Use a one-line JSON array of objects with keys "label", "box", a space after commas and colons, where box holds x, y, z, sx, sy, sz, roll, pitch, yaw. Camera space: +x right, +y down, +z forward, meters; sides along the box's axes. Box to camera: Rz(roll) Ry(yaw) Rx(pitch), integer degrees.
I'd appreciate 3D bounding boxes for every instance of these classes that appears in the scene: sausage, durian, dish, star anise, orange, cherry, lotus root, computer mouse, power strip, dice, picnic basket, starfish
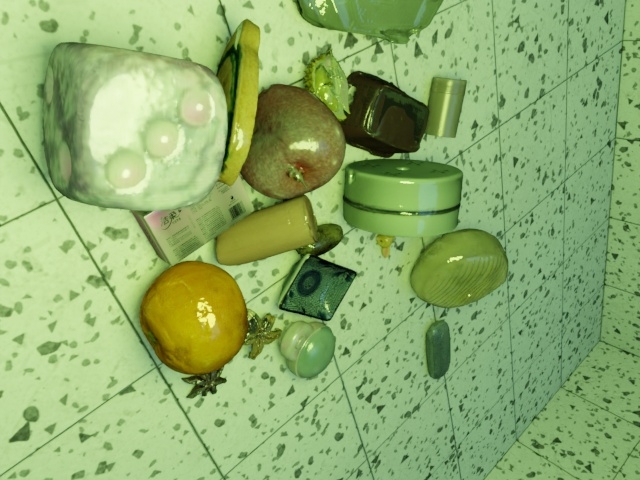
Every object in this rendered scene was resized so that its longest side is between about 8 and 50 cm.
[{"label": "sausage", "box": [-0.135, -0.019, 1.267, 0.252, 0.123, 0.123, -16, 127, 11]}, {"label": "durian", "box": [0.007, -0.411, 1.326, 0.146, 0.102, 0.208, 18, 71, -46]}, {"label": "dish", "box": [-0.023, 0.129, 1.509, 0.243, 0.080, 0.182, 24, 97, -47]}, {"label": "star anise", "box": [-0.308, 0.377, 1.393, 0.141, 0.042, 0.141, -17, 117, -37]}, {"label": "orange", "box": [-0.286, 0.177, 1.184, 0.261, 0.261, 0.261, -17, 117, -36]}, {"label": "cherry", "box": [-0.077, -0.233, 1.206, 0.261, 0.308, 0.221, -24, 156, 11]}, {"label": "lotus root", "box": [0.000, 0.000, 1.478, 0.179, 0.089, 0.081, -21, 80, -35]}, {"label": "computer mouse", "box": [0.117, -0.637, 1.297, 0.428, 0.145, 0.228, -4, 117, -27]}, {"label": "power strip", "box": [0.244, -0.130, 1.464, 0.357, 0.357, 0.162, -13, 113, -37]}, {"label": "dice", "box": [-0.352, -0.212, 0.960, 0.270, 0.270, 0.271, -4, 109, -39]}, {"label": "picnic basket", "box": [0.194, -0.357, 1.479, 0.296, 0.129, 0.223, 8, 100, -44]}, {"label": "starfish", "box": [-0.180, 0.272, 1.446, 0.189, 0.074, 0.146, 20, 88, -46]}]

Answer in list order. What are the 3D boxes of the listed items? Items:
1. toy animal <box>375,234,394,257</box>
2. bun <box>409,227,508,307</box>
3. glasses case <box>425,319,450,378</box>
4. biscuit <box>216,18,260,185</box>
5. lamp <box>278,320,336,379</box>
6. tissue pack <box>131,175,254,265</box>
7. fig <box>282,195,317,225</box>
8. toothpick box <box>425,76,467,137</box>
[{"label": "toy animal", "box": [0.221, -0.014, 1.683, 0.083, 0.070, 0.159, -63, 170, -63]}, {"label": "bun", "box": [0.490, 0.086, 1.828, 0.361, 0.235, 0.326, -14, 145, -8]}, {"label": "glasses case", "box": [0.486, 0.452, 2.100, 0.109, 0.067, 0.283, -26, 124, -28]}, {"label": "biscuit", "box": [-0.201, -0.280, 1.089, 0.057, 0.287, 0.344, 10, 72, -24]}, {"label": "lamp", "box": [-0.031, 0.332, 1.554, 0.180, 0.108, 0.246, -60, 143, -15]}, {"label": "tissue pack", "box": [-0.293, -0.076, 1.189, 0.246, 0.092, 0.149, -37, 129, -25]}, {"label": "fig", "box": [-0.061, -0.069, 1.384, 0.123, 0.123, 0.156, 25, 78, -44]}, {"label": "toothpick box", "box": [0.400, -0.429, 1.643, 0.111, 0.111, 0.181, -7, 112, -39]}]
